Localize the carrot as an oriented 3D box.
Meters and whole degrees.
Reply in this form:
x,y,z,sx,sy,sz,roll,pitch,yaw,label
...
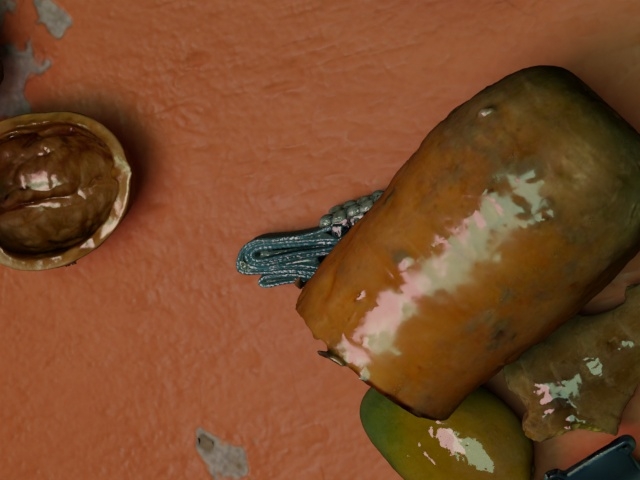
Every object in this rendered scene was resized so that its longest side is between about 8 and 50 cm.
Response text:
x,y,z,sx,sy,sz,roll,pitch,yaw,label
0.159,0.001,1.683,0.224,0.224,0.341,43,100,9,carrot

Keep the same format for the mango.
x,y,z,sx,sy,sz,roll,pitch,yaw,label
0.127,0.200,1.801,0.194,0.092,0.130,20,105,25,mango

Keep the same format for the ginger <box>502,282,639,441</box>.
x,y,z,sx,sy,sz,roll,pitch,yaw,label
0.294,0.075,1.735,0.131,0.086,0.294,40,99,20,ginger

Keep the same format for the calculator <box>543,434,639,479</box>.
x,y,z,sx,sy,sz,roll,pitch,yaw,label
0.262,0.244,1.767,0.141,0.019,0.094,-34,130,12,calculator

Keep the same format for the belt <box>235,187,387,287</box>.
x,y,z,sx,sy,sz,roll,pitch,yaw,label
-0.002,0.001,1.833,0.179,0.065,0.100,-4,105,19,belt

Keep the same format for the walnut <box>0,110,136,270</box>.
x,y,z,sx,sy,sz,roll,pitch,yaw,label
-0.281,-0.053,1.907,0.211,0.087,0.167,-9,87,18,walnut

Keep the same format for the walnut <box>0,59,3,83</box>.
x,y,z,sx,sy,sz,roll,pitch,yaw,label
-0.465,-0.183,1.857,0.283,0.283,0.227,21,114,16,walnut
